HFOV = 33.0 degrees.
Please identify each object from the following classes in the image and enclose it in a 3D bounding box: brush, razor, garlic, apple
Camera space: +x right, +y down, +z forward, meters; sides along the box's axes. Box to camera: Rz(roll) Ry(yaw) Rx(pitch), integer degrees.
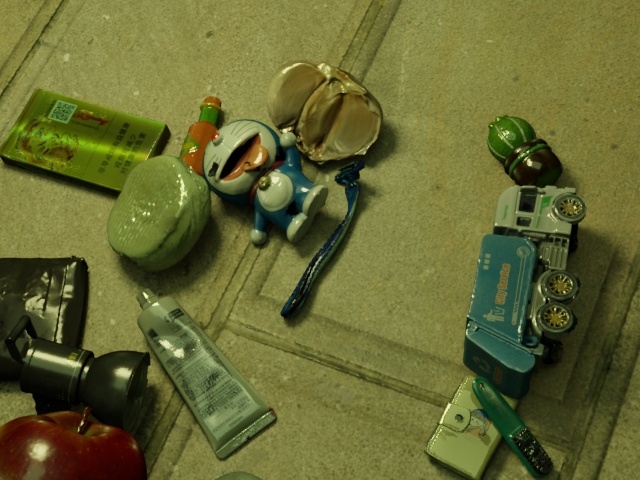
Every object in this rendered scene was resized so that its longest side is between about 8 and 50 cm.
[{"bbox_3d":[0.314,0.303,1.765,0.043,0.032,0.193,-35,85,-17],"label":"brush"},{"bbox_3d":[0.011,0.005,1.994,0.056,0.093,0.324,29,71,-16],"label":"razor"},{"bbox_3d":[0.004,-0.256,2.082,0.229,0.143,0.178,29,109,-12],"label":"garlic"},{"bbox_3d":[-0.425,0.420,1.719,0.288,0.288,0.317,20,85,18],"label":"apple"}]

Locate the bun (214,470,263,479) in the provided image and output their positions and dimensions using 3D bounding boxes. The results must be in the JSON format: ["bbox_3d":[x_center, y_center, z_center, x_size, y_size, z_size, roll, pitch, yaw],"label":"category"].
[{"bbox_3d":[-0.138,0.444,1.770,0.140,0.083,0.141,-5,60,9],"label":"bun"}]

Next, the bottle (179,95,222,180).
[{"bbox_3d":[-0.232,-0.199,2.128,0.069,0.069,0.187,6,62,12],"label":"bottle"}]

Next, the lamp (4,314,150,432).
[{"bbox_3d":[-0.425,0.241,1.867,0.227,0.172,0.147,13,31,4],"label":"lamp"}]

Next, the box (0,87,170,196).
[{"bbox_3d":[-0.475,-0.196,2.178,0.311,0.043,0.173,16,66,16],"label":"box"}]

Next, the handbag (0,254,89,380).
[{"bbox_3d":[-0.549,0.138,1.995,0.223,0.080,0.247,-2,63,8],"label":"handbag"}]

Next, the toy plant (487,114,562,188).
[{"bbox_3d":[0.370,-0.166,2.001,0.092,0.093,0.162,-31,60,-7],"label":"toy plant"}]

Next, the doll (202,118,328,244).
[{"bbox_3d":[-0.110,-0.112,2.015,0.257,0.161,0.215,37,101,21],"label":"doll"}]

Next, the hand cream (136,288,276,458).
[{"bbox_3d":[-0.222,0.219,1.920,0.124,0.078,0.341,-36,71,-11],"label":"hand cream"}]

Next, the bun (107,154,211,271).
[{"bbox_3d":[-0.292,-0.049,2.019,0.221,0.108,0.221,-14,64,31],"label":"bun"}]

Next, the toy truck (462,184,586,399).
[{"bbox_3d":[0.349,0.077,1.834,0.175,0.146,0.367,11,60,9],"label":"toy truck"}]

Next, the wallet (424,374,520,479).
[{"bbox_3d":[0.250,0.313,1.800,0.110,0.039,0.155,26,70,16],"label":"wallet"}]
